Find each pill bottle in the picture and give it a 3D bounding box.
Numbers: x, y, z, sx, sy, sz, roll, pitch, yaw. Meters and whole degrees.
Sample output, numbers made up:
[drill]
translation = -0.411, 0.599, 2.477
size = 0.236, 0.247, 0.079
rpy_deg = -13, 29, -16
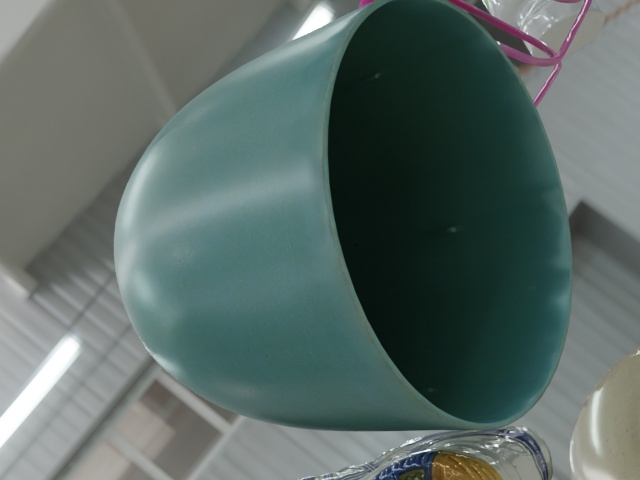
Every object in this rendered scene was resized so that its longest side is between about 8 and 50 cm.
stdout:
[pill bottle]
translation = 0.255, -0.351, 2.031
size = 0.136, 0.245, 0.136
rpy_deg = -22, -24, -10

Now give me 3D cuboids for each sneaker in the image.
[sneaker]
translation = 0.048, 0.214, 1.224
size = 0.296, 0.111, 0.131
rpy_deg = -19, 0, 40

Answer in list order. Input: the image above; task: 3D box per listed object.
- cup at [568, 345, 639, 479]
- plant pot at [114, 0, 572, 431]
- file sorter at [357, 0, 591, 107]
[cup]
translation = 0.414, 0.273, 1.554
size = 0.331, 0.331, 0.237
rpy_deg = -59, 9, 24
[plant pot]
translation = 0.000, 0.000, 1.122
size = 0.235, 0.293, 0.293
rpy_deg = -13, 12, 36
[file sorter]
translation = 0.129, -0.177, 1.503
size = 0.202, 0.182, 0.290
rpy_deg = -56, -9, -53
